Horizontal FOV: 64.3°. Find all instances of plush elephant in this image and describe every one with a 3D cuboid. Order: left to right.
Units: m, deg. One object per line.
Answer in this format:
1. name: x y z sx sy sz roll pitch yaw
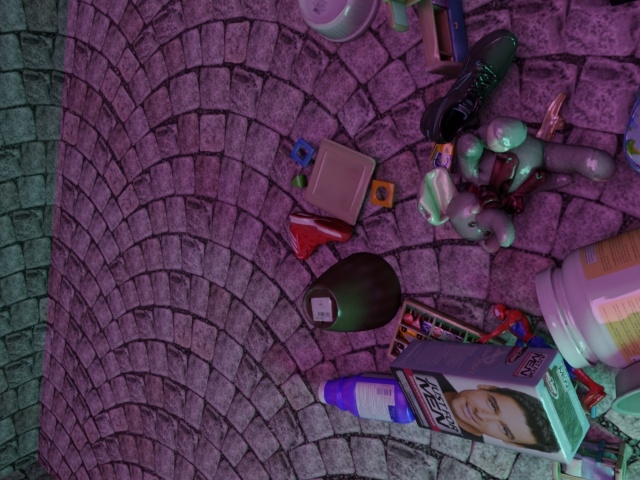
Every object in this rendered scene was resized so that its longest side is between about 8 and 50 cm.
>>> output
1. plush elephant: 0.360 -0.099 1.058 0.330 0.271 0.256 -144 69 -68

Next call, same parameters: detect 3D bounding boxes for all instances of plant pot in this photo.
1. plant pot: 0.063 0.150 1.312 0.215 0.230 0.216 5 99 33

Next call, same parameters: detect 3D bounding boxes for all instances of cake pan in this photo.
1. cake pan: 0.670 0.251 0.905 0.293 0.293 0.054 -27 50 33

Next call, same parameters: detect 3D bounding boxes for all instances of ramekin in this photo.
1. ramekin: 0.038 -0.626 1.308 0.207 0.109 0.207 5 99 33

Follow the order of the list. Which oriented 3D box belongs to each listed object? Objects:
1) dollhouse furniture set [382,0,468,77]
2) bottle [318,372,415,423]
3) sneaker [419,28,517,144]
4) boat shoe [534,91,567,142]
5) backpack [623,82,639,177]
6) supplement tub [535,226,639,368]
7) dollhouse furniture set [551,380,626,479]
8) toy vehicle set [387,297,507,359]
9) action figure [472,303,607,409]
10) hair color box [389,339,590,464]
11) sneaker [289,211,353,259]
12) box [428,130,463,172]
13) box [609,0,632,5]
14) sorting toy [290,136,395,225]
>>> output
1. dollhouse furniture set: 0.332 -0.484 1.019 0.303 0.286 0.198 -9 91 46
2. bottle: 0.127 0.423 1.385 0.282 0.092 0.118 -7 91 35
3. sneaker: 0.320 -0.309 1.062 0.101 0.106 0.267 28 114 -17
4. boat shoe: 0.496 -0.246 1.084 0.045 0.050 0.136 29 121 24
5. backpack: 0.666 -0.245 0.846 0.290 0.273 0.356 31 143 24
6. supplement tub: 0.601 0.096 0.934 0.331 0.241 0.241 -26 81 34
7. dollhouse furniture set: 0.561 0.410 1.066 0.129 0.129 0.184 0 95 34
8. toy vehicle set: 0.310 0.272 1.276 0.266 0.035 0.166 23 108 30
9. action figure: 0.449 0.256 1.100 0.139 0.091 0.280 -40 48 5
10. hair color box: 0.344 0.329 1.096 0.374 0.113 0.186 -10 111 52
11. sneaker: 0.000 0.000 1.439 0.221 0.087 0.128 22 116 43
12. box: 0.302 -0.246 1.205 0.054 0.059 0.169 12 103 30
13. box: 0.608 -0.563 0.930 0.153 0.108 0.207 1 97 34
14. sorting toy: 0.057 -0.162 1.392 0.347 0.047 0.196 29 115 28
